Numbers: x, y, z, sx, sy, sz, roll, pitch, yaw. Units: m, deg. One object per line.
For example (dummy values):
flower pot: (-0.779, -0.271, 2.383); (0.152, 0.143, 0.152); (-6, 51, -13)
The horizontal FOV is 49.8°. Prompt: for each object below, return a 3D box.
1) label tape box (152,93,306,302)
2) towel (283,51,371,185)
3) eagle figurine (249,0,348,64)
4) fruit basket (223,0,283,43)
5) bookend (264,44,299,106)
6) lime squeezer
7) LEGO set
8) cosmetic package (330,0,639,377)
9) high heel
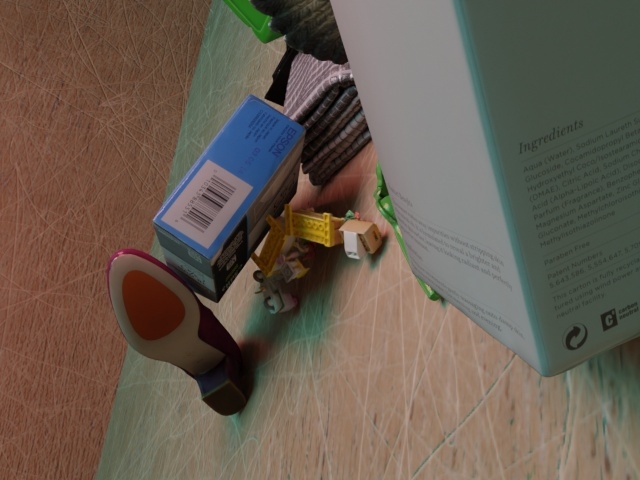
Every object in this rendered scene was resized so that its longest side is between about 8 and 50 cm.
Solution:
label tape box: (-0.136, -0.036, 1.086); (0.240, 0.106, 0.333); (-56, -6, -20)
towel: (0.021, -0.258, 1.105); (0.284, 0.121, 0.235); (-39, 38, 52)
eagle figurine: (0.093, -0.280, 0.677); (0.225, 0.298, 0.226); (-11, 81, 39)
fruit basket: (-0.004, -0.546, 1.090); (0.392, 0.283, 0.392); (-43, 6, 5)
bookend: (-0.051, -0.384, 1.431); (0.156, 0.072, 0.157); (-52, 28, 39)
lime squeezer: (0.115, -0.061, 0.845); (0.110, 0.059, 0.310); (-8, 59, 32)
LEGO set: (0.000, 0.000, 1.026); (0.287, 0.107, 0.132); (-36, 75, 47)
cosmetic package: (0.118, -0.134, 0.464); (0.217, 0.156, 0.384); (-134, 24, -64)
high heel: (-0.242, 0.125, 1.141); (0.127, 0.377, 0.181); (-26, 36, -4)
